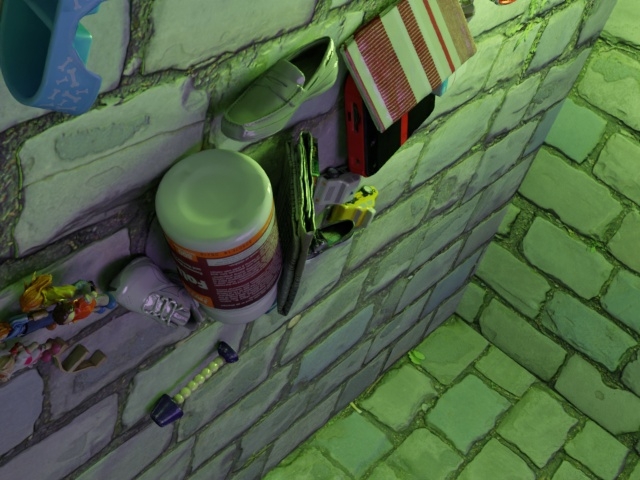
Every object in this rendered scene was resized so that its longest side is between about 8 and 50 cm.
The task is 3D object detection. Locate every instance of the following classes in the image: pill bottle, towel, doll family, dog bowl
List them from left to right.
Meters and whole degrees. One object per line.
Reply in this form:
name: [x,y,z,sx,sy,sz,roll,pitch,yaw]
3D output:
doll family: [-0.507,0.138,1.524,0.263,0.118,0.163,-40,170,20]
dog bowl: [-0.333,-0.295,1.082,0.074,0.166,0.297,-12,137,-43]
pill bottle: [-0.195,0.010,1.766,0.224,0.224,0.392,-44,157,-20]
towel: [-0.069,-0.040,1.926,0.324,0.056,0.312,108,-15,-49]
towel: [0.204,-0.434,1.955,0.329,0.037,0.237,-41,124,-16]

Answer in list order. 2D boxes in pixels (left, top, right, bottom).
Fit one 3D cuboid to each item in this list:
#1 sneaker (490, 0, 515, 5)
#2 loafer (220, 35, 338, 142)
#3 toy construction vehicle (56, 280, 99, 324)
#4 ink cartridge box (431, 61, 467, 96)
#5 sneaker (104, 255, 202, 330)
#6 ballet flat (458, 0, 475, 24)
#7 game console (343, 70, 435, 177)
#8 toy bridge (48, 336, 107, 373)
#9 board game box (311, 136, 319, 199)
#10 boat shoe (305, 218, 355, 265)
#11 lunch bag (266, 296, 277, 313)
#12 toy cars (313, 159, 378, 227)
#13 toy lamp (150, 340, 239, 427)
sneaker: [0.465,-0.661,2.146,0.270,0.145,0.090,-32,152,-42]
loafer: [-0.078,-0.301,1.676,0.319,0.112,0.111,-46,155,-37]
toy construction vehicle: [-0.464,0.126,1.660,0.086,0.035,0.098,-38,155,-32]
ink cartridge box: [0.292,-0.418,2.114,0.122,0.088,0.052,-46,152,-30]
sneaker: [-0.333,0.118,1.787,0.111,0.129,0.297,-51,158,6]
ballet flat: [0.340,-0.571,2.105,0.077,0.091,0.241,-9,165,14]
game console: [0.183,-0.367,2.140,0.342,0.060,0.386,-48,155,-26]
toy bridge: [-0.508,0.246,1.777,0.063,0.026,0.188,-48,159,-3]
board game box: [-0.041,-0.106,2.054,0.030,0.136,0.260,5,136,-11]
boat shoe: [0.000,0.000,2.299,0.228,0.080,0.076,-19,157,-27]
lunch bag: [-0.139,0.146,2.321,0.098,0.067,0.065,-39,156,-34]
toy cars: [0.087,-0.111,2.343,0.176,0.087,0.394,-51,159,-4]
toy lamp: [-0.337,0.386,2.289,0.274,0.080,0.080,-43,158,-22]
